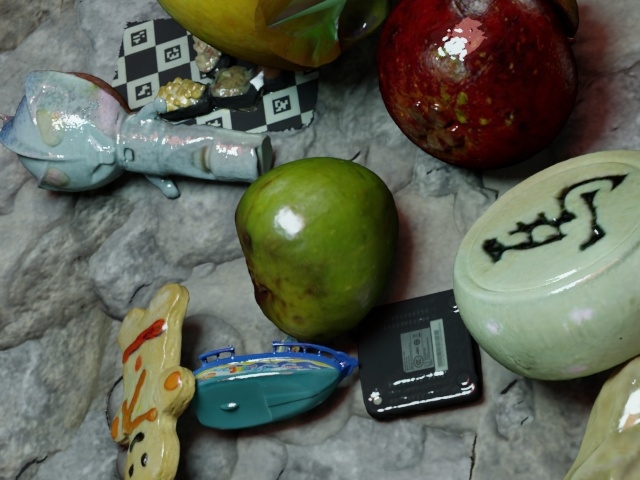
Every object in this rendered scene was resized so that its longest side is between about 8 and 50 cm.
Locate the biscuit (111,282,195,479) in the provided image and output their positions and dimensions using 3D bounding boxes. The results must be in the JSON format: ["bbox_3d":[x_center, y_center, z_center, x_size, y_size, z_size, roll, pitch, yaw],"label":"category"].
[{"bbox_3d":[-0.177,0.160,1.489,0.153,0.030,0.234,-39,44,47],"label":"biscuit"}]

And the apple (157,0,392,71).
[{"bbox_3d":[-0.020,-0.361,1.552,0.374,0.384,0.374,2,93,56],"label":"apple"}]

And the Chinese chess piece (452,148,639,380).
[{"bbox_3d":[0.245,0.018,1.350,0.250,0.101,0.250,-28,25,14],"label":"Chinese chess piece"}]

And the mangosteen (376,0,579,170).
[{"bbox_3d":[0.178,-0.198,1.497,0.215,0.215,0.257,18,53,28],"label":"mangosteen"}]

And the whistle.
[{"bbox_3d":[-0.226,-0.116,1.648,0.346,0.134,0.142,8,99,15],"label":"whistle"}]

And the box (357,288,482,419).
[{"bbox_3d":[0.098,0.115,1.457,0.125,0.027,0.126,-14,59,14],"label":"box"}]

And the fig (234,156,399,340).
[{"bbox_3d":[0.000,0.000,1.476,0.181,0.181,0.191,31,56,31],"label":"fig"}]

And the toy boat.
[{"bbox_3d":[-0.045,0.130,1.480,0.175,0.091,0.110,-10,33,12],"label":"toy boat"}]

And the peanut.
[{"bbox_3d":[0.284,0.219,1.262,0.152,0.152,0.313,19,69,28],"label":"peanut"}]

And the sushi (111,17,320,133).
[{"bbox_3d":[-0.136,-0.207,1.711,0.279,0.043,0.192,-2,62,20],"label":"sushi"}]
